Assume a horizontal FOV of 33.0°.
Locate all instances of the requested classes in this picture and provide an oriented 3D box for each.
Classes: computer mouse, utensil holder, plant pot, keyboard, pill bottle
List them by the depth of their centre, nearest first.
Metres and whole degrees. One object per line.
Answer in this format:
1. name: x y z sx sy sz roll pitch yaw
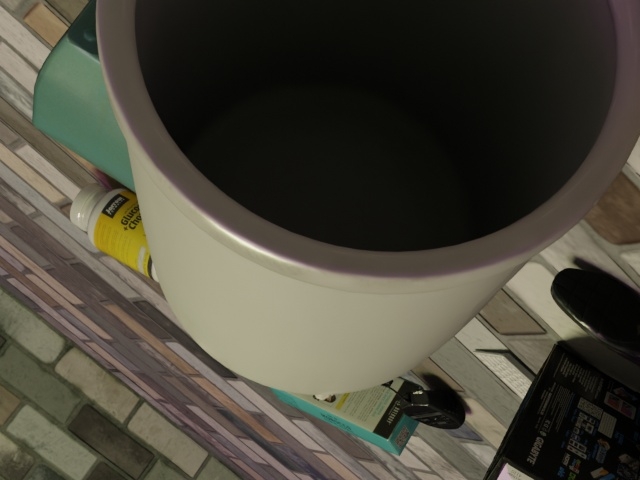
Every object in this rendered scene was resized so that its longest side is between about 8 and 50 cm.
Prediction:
1. utensil holder: 0.016 -0.072 0.799 0.328 0.327 0.385 33 161 5
2. plant pot: -0.169 -0.165 1.033 0.166 0.165 0.234 33 165 -3
3. keyboard: 0.302 0.224 1.405 0.256 0.014 0.072 42 157 -17
4. computer mouse: 0.119 0.212 1.551 0.242 0.041 0.071 32 148 -32
5. pill bottle: -0.287 -0.017 1.643 0.184 0.103 0.103 27 157 19

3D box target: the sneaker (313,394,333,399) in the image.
1. sneaker: 0.023 0.125 1.527 0.108 0.100 0.271 -5 139 9

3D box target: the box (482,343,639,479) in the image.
1. box: 0.330 0.254 1.104 0.293 0.295 0.073 31 115 10

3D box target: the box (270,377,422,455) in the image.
1. box: 0.042 0.242 1.705 0.244 0.100 0.060 20 155 35

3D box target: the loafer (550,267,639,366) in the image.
1. loafer: 0.297 0.088 1.068 0.170 0.062 0.061 35 162 3
